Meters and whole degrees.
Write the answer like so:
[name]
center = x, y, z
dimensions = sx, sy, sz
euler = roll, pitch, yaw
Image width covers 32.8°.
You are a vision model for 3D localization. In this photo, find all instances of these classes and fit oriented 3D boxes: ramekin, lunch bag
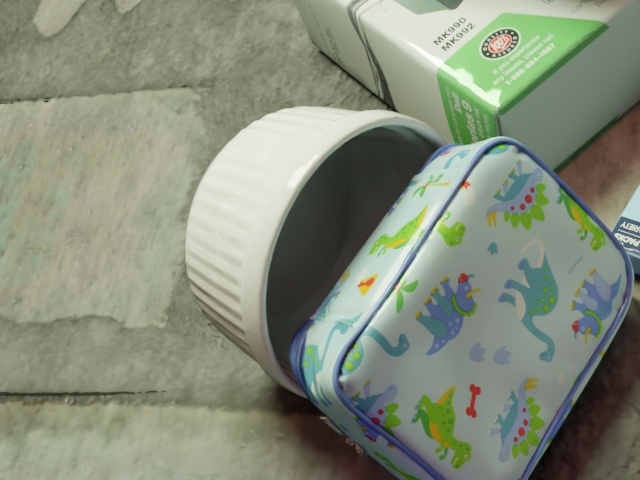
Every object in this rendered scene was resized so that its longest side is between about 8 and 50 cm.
[ramekin]
center = 0.000, 0.000, 0.783
dimensions = 0.109, 0.207, 0.207
euler = 23, 68, 42
[lunch bag]
center = 0.100, 0.057, 0.723
dimensions = 0.219, 0.176, 0.090
euler = -55, 19, -16

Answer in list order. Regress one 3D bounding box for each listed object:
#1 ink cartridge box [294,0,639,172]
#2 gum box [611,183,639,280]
[ink cartridge box]
center = 0.133, -0.201, 0.912
dimensions = 0.211, 0.121, 0.289
euler = -40, 53, -9
[gum box]
center = 0.317, -0.033, 0.778
dimensions = 0.157, 0.041, 0.184
euler = 24, 70, 32
